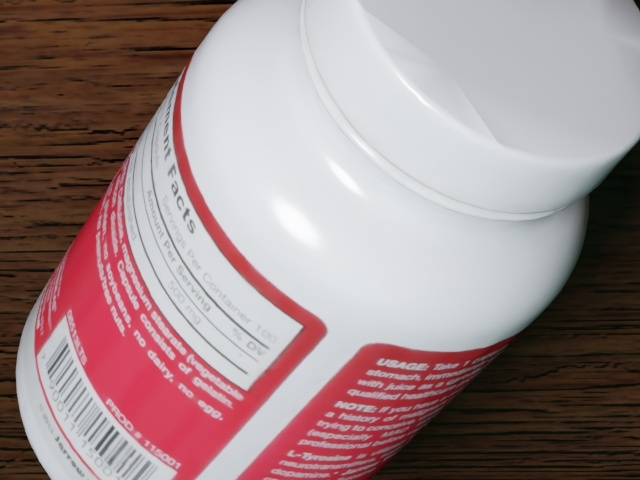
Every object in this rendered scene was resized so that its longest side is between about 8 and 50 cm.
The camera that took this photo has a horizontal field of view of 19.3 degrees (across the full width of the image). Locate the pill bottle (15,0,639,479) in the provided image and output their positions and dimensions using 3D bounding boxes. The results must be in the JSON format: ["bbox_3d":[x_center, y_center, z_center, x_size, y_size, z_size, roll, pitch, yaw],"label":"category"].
[{"bbox_3d":[0.000,0.000,1.034,0.229,0.229,0.407,20,140,-18],"label":"pill bottle"}]
